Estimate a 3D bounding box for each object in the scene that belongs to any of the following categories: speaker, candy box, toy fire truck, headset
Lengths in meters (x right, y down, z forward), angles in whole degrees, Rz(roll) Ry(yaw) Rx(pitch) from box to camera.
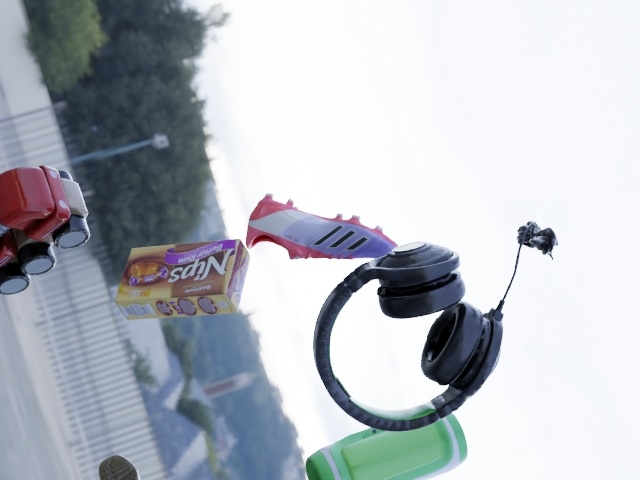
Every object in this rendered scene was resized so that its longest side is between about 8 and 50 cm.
[{"bbox_3d":[0.127,0.419,2.155,0.131,0.296,0.131,164,-90,-73],"label":"speaker"},{"bbox_3d":[-0.207,0.060,1.705,0.053,0.186,0.109,64,29,-44],"label":"candy box"},{"bbox_3d":[-0.515,-0.047,1.721,0.246,0.217,0.158,19,42,-54],"label":"toy fire truck"},{"bbox_3d":[0.170,0.099,1.620,0.243,0.394,0.185,55,1,-12],"label":"headset"}]

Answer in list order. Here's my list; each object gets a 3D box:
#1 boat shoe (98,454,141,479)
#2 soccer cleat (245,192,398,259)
[{"bbox_3d":[-0.278,0.375,1.649,0.153,0.056,0.048,38,-36,40],"label":"boat shoe"},{"bbox_3d":[0.000,0.000,1.753,0.083,0.248,0.095,49,60,-68],"label":"soccer cleat"}]
